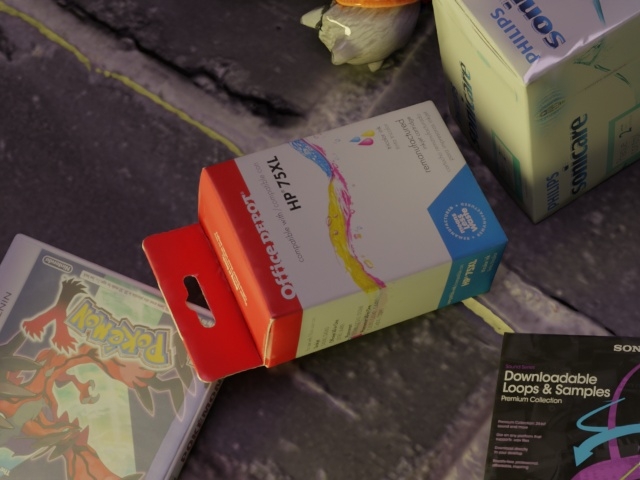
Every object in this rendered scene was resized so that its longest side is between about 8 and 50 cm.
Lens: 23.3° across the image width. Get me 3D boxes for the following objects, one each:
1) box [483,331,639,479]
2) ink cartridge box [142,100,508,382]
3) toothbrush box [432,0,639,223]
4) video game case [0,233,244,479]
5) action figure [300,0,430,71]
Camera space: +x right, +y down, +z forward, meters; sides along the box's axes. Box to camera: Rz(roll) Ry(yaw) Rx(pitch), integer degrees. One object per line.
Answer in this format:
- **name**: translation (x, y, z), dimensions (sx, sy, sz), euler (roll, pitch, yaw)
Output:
- **box**: translation (0.174, 0.143, 1.071), dimensions (0.116, 0.029, 0.162), euler (0, 64, 22)
- **ink cartridge box**: translation (0.000, 0.000, 1.119), dimensions (0.231, 0.078, 0.134), euler (-18, 63, -17)
- **toothbrush box**: translation (0.236, -0.174, 1.114), dimensions (0.295, 0.216, 0.126), euler (-30, 64, -6)
- **video game case**: translation (-0.181, 0.109, 1.144), dimensions (0.201, 0.023, 0.183), euler (21, 78, 19)
- **action figure**: translation (-0.006, -0.292, 1.207), dimensions (0.341, 0.178, 0.330), euler (-9, 94, 7)
